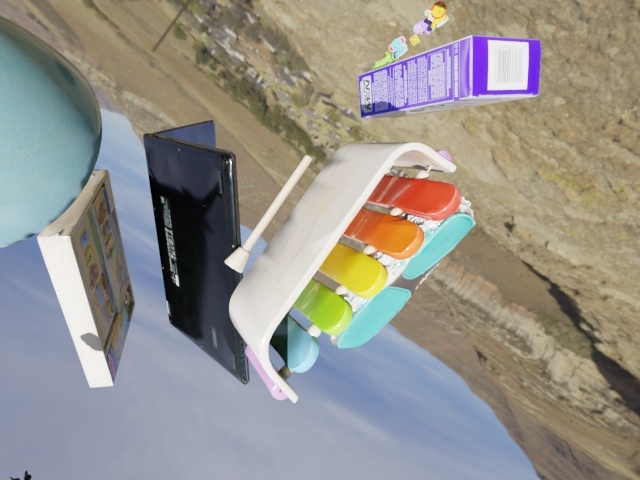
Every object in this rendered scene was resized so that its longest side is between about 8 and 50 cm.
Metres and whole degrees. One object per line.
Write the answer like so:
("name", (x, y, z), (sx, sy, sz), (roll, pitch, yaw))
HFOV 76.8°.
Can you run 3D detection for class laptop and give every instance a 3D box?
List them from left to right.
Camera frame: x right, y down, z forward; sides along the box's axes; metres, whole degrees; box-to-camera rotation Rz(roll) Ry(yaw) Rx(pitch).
("laptop", (-0.187, -0.020, 0.797), (0.407, 0.383, 0.236), (21, -150, 40))

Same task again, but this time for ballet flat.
("ballet flat", (0.155, 0.057, 0.867), (0.146, 0.409, 0.147), (36, -162, -14))

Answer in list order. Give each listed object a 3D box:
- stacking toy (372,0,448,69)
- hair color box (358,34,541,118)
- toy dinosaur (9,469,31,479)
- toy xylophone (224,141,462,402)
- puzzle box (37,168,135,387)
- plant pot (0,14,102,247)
("stacking toy", (0.240, -0.545, 1.081), (0.052, 0.221, 0.167), (53, -149, -12))
("hair color box", (0.249, -0.329, 0.853), (0.185, 0.110, 0.338), (-11, -164, -26))
("toy dinosaur", (-0.387, 0.380, 0.517), (0.268, 0.118, 0.064), (38, -169, -9))
("toy xylophone", (0.000, 0.000, 0.471), (0.081, 0.323, 0.236), (39, -179, -29))
("puzzle box", (-0.489, 0.084, 0.891), (0.052, 0.410, 0.272), (-1, -145, -11))
("plant pot", (-0.429, -0.147, 0.430), (0.290, 0.290, 0.195), (35, 172, 7))
